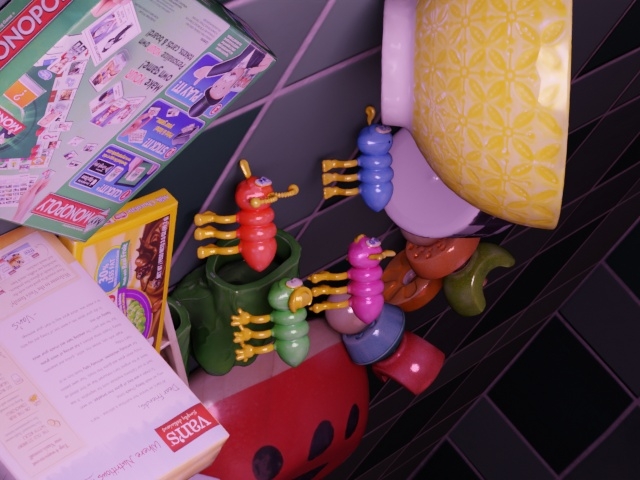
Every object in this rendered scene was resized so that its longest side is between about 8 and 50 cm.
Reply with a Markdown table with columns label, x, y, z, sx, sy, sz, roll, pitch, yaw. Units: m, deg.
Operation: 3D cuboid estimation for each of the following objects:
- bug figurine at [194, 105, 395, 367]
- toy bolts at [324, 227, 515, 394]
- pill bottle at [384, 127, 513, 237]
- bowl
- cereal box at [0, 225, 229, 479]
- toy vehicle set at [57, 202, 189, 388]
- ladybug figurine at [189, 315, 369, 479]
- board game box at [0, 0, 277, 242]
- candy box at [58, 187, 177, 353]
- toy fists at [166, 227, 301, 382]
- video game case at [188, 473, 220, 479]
| label | x | y | z | sx | sy | sz | roll | pitch | yaw |
| --- | --- | --- | --- | --- | --- | --- | --- | --- | --- |
| bug figurine | 0.000 | 0.000 | 1.810 | 0.279 | 0.072 | 0.216 | -28 | 120 | -47 |
| toy bolts | 0.089 | 0.054 | 2.323 | 0.218 | 0.158 | 0.228 | 8 | -120 | 55 |
| pill bottle | 0.160 | -0.066 | 2.084 | 0.130 | 0.130 | 0.245 | -45 | 165 | 15 |
| bowl | 0.132 | -0.156 | 1.622 | 0.156 | 0.290 | 0.289 | 3 | 164 | 4 |
| cereal box | -0.207 | 0.108 | 1.411 | 0.173 | 0.240 | 0.047 | -27 | 159 | -42 |
| toy vehicle set | -0.208 | 0.097 | 1.637 | 0.166 | 0.035 | 0.267 | -36 | 147 | -20 |
| ladybug figurine | -0.076 | 0.237 | 2.315 | 0.305 | 0.162 | 0.449 | -47 | 165 | 25 |
| board game box | -0.160 | -0.099 | 1.312 | 0.213 | 0.046 | 0.317 | -42 | 166 | 6 |
| candy box | -0.176 | 0.056 | 1.569 | 0.105 | 0.027 | 0.206 | -22 | 140 | -32 |
| toy fists | -0.135 | 0.091 | 1.860 | 0.279 | 0.096 | 0.142 | -32 | 148 | -33 |
| video game case | -0.186 | 0.292 | 2.123 | 0.201 | 0.183 | 0.023 | 77 | 29 | -62 |
